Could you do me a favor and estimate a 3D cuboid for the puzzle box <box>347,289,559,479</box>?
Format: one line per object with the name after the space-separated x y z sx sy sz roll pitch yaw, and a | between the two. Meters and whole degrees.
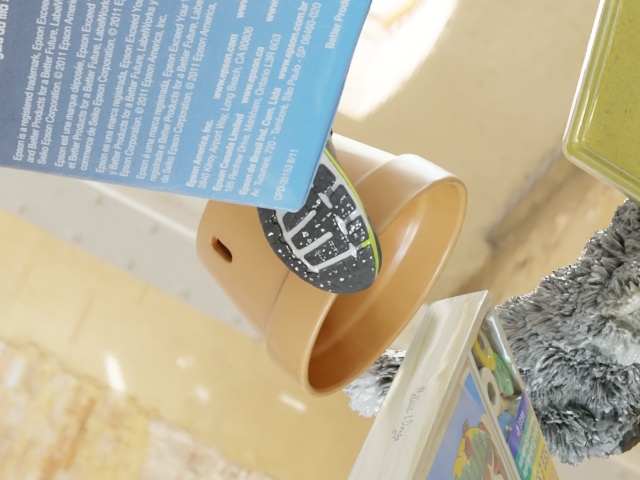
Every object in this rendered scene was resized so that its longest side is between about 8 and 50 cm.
0.102 0.239 1.056 0.052 0.272 0.409 -15 -161 22 | puzzle box

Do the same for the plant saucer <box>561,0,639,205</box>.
0.351 -0.132 1.365 0.081 0.333 0.333 -20 133 -38 | plant saucer

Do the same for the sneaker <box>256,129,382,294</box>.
-0.017 -0.088 1.559 0.111 0.300 0.121 -26 -177 30 | sneaker

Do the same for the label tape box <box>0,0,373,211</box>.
-0.149 -0.159 0.866 0.115 0.347 0.249 -92 -164 -45 | label tape box

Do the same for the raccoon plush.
0.235 0.111 1.823 0.299 0.446 0.216 76 3 -49 | raccoon plush

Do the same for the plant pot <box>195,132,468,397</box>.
0.000 0.000 1.753 0.291 0.203 0.291 -44 157 -24 | plant pot
